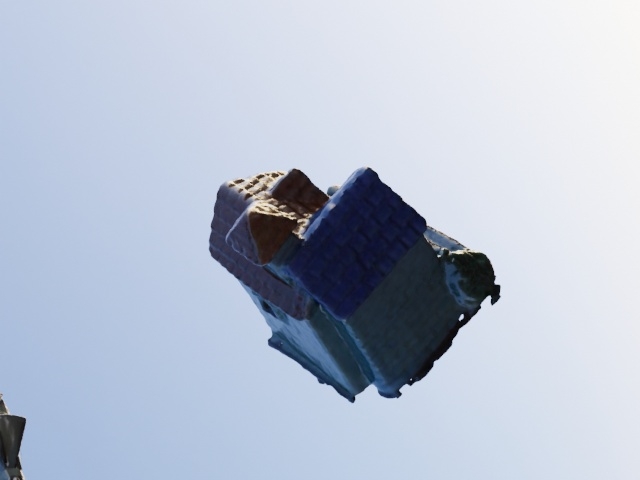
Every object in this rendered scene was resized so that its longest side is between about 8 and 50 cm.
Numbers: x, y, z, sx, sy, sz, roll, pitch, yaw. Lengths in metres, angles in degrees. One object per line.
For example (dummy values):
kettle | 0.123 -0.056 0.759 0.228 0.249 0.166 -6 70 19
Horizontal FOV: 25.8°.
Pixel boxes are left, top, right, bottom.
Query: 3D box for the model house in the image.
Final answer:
model house | 0.000 0.000 0.803 0.148 0.119 0.149 33 168 42

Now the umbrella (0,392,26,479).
umbrella | -0.174 0.143 0.775 0.269 0.044 0.044 -122 15 -50
